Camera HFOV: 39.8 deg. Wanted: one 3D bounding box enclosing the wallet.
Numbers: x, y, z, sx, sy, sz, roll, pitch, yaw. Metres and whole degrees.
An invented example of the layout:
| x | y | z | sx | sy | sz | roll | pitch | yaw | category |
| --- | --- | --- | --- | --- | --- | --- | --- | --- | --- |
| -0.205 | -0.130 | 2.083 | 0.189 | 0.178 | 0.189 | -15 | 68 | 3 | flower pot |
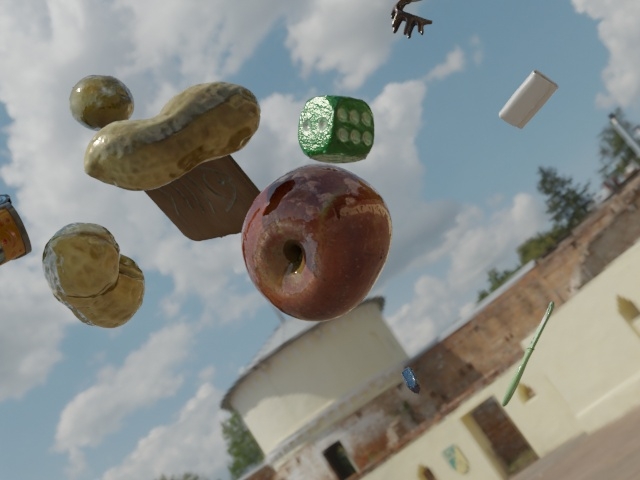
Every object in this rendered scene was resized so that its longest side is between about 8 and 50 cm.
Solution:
| x | y | z | sx | sy | sz | roll | pitch | yaw | category |
| --- | --- | --- | --- | --- | --- | --- | --- | --- | --- |
| 0.413 | -0.279 | 1.761 | 0.122 | 0.061 | 0.025 | -54 | 8 | 41 | wallet |

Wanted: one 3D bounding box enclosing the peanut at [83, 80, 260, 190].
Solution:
| x | y | z | sx | sy | sz | roll | pitch | yaw | category |
| --- | --- | --- | --- | --- | --- | --- | --- | --- | --- |
| -0.182 | -0.127 | 1.092 | 0.229 | 0.098 | 0.103 | -26 | 8 | -15 | peanut |

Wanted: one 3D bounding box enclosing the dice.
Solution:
| x | y | z | sx | sy | sz | roll | pitch | yaw | category |
| --- | --- | --- | --- | --- | --- | --- | --- | --- | --- |
| 0.036 | -0.234 | 1.867 | 0.128 | 0.131 | 0.120 | 7 | -7 | -41 | dice |

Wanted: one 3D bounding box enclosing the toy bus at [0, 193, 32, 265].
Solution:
| x | y | z | sx | sy | sz | roll | pitch | yaw | category |
| --- | --- | --- | --- | --- | --- | --- | --- | --- | --- |
| -0.657 | -0.020 | 1.682 | 0.136 | 0.209 | 0.126 | -37 | -48 | -34 | toy bus |

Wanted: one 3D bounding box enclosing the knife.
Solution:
| x | y | z | sx | sy | sz | roll | pitch | yaw | category |
| --- | --- | --- | --- | --- | --- | --- | --- | --- | --- |
| 0.367 | 0.202 | 1.563 | 0.030 | 0.014 | 0.207 | -37 | -28 | -81 | knife |

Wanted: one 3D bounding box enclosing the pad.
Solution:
| x | y | z | sx | sy | sz | roll | pitch | yaw | category |
| --- | --- | --- | --- | --- | --- | --- | --- | --- | --- |
| -0.263 | -0.111 | 1.909 | 0.284 | 0.286 | 0.018 | -10 | 43 | 36 | pad |

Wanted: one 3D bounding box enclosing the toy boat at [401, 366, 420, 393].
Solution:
| x | y | z | sx | sy | sz | roll | pitch | yaw | category |
| --- | --- | --- | --- | --- | --- | --- | --- | --- | --- |
| 0.231 | 0.355 | 2.227 | 0.038 | 0.083 | 0.038 | -12 | -47 | -13 | toy boat |

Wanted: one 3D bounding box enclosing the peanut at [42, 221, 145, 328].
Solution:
| x | y | z | sx | sy | sz | roll | pitch | yaw | category |
| --- | --- | --- | --- | --- | --- | --- | --- | --- | --- |
| -0.378 | 0.058 | 1.483 | 0.147 | 0.147 | 0.305 | -33 | -25 | -6 | peanut |

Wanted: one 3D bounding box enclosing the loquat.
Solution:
| x | y | z | sx | sy | sz | roll | pitch | yaw | category |
| --- | --- | --- | --- | --- | --- | --- | --- | --- | --- |
| -0.538 | -0.341 | 2.192 | 0.195 | 0.152 | 0.152 | -11 | 5 | 45 | loquat |

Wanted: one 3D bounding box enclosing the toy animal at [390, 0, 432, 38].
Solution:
| x | y | z | sx | sy | sz | roll | pitch | yaw | category |
| --- | --- | --- | --- | --- | --- | --- | --- | --- | --- |
| 0.119 | -0.525 | 1.633 | 0.087 | 0.244 | 0.260 | -162 | 89 | -72 | toy animal |

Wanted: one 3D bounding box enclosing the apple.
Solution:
| x | y | z | sx | sy | sz | roll | pitch | yaw | category |
| --- | --- | --- | --- | --- | --- | --- | --- | --- | --- |
| 0.000 | 0.000 | 1.152 | 0.201 | 0.201 | 0.162 | -46 | -12 | 32 | apple |
